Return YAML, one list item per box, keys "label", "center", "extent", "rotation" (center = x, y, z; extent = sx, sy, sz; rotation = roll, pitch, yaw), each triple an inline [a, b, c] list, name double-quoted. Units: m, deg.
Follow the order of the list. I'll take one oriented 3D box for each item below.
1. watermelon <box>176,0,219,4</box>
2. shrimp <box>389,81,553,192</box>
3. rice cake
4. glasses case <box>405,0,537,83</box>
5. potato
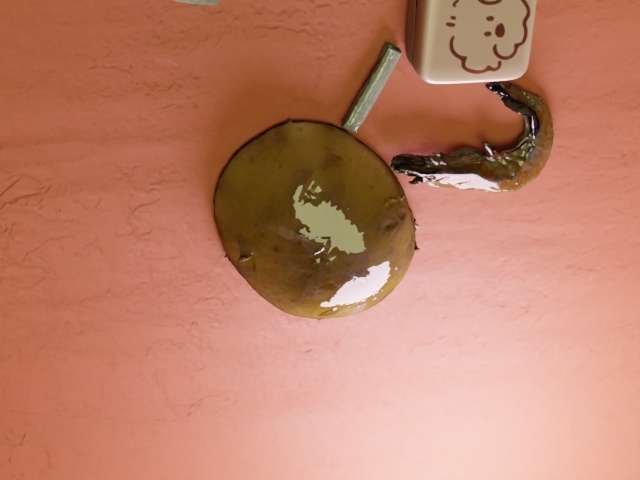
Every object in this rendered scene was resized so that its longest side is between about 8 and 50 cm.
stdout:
- label: "watermelon"
  center: [-0.184, -0.421, 1.864]
  extent: [0.175, 0.188, 0.322]
  rotation: [-37, 130, -49]
- label: "shrimp"
  center: [0.196, -0.125, 2.188]
  extent: [0.219, 0.046, 0.152]
  rotation: [-3, 122, -18]
- label: "rice cake"
  center: [0.062, -0.185, 2.131]
  extent: [0.022, 0.021, 0.121]
  rotation: [22, 110, -21]
- label: "glasses case"
  center: [0.184, -0.348, 2.032]
  extent: [0.144, 0.076, 0.336]
  rotation: [-5, 121, -12]
- label: "potato"
  center: [0.000, 0.000, 2.177]
  extent: [0.239, 0.116, 0.299]
  rotation: [-31, 122, 10]
